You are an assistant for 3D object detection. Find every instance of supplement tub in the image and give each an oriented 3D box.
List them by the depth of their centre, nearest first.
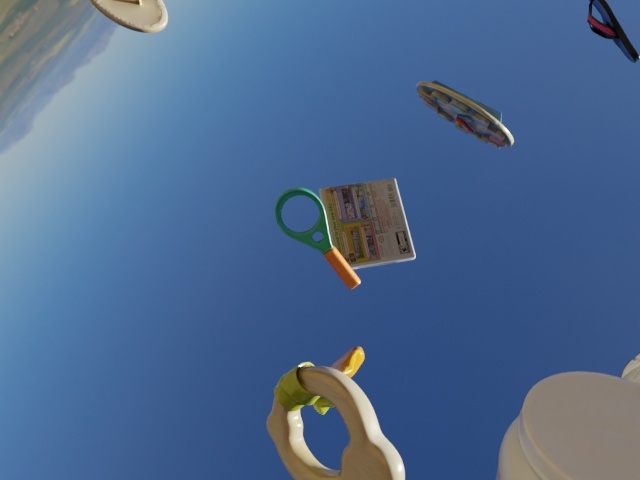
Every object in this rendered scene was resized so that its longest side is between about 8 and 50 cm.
[{"bbox_3d":[0.352,0.369,0.647,0.240,0.332,0.241,-2,-153,1],"label":"supplement tub"}]

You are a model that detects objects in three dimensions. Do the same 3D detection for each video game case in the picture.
[{"bbox_3d":[0.109,-0.040,1.174,0.193,0.023,0.213,-9,-110,-7],"label":"video game case"}]

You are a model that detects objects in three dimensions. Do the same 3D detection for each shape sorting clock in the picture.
[{"bbox_3d":[0.261,-0.228,0.903,0.040,0.206,0.206,-61,-149,8],"label":"shape sorting clock"}]

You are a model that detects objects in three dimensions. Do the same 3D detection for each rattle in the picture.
[{"bbox_3d":[0.051,0.203,0.481,0.199,0.142,0.130,29,-86,33],"label":"rattle"}]

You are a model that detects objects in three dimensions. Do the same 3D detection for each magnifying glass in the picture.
[{"bbox_3d":[0.000,0.000,0.933,0.092,0.231,0.026,-37,-162,4],"label":"magnifying glass"}]

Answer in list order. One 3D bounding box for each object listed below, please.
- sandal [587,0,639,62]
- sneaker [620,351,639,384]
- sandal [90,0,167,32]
[{"bbox_3d":[0.554,-0.413,0.955,0.040,0.179,0.067,-34,-174,29],"label":"sandal"},{"bbox_3d":[0.598,0.215,0.742,0.262,0.099,0.121,-34,-153,38],"label":"sneaker"},{"bbox_3d":[-0.297,-0.393,0.660,0.088,0.240,0.079,-36,173,-25],"label":"sandal"}]
